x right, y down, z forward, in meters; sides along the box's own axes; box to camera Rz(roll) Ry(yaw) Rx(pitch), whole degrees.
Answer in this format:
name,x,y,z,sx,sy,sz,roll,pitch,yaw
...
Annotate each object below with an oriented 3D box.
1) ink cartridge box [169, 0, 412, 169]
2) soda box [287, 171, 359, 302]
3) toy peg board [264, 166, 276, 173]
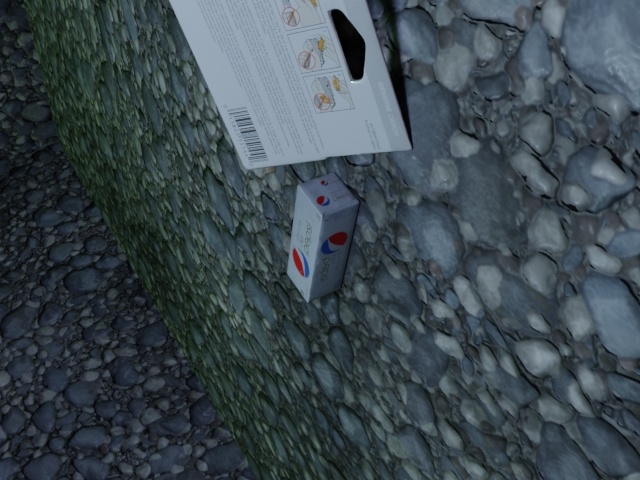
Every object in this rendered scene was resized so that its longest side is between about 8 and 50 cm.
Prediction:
name,x,y,z,sx,sy,sz,roll,pitch,yaw
ink cartridge box,-0.034,-0.239,0.856,0.261,0.066,0.296,-2,126,30
soda box,0.000,0.000,1.083,0.074,0.069,0.216,52,150,31
toy peg board,-0.074,-0.214,1.070,0.161,0.079,0.161,-121,22,-56
